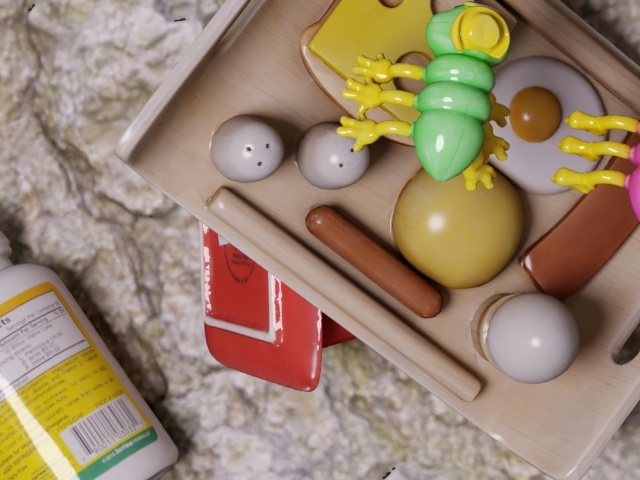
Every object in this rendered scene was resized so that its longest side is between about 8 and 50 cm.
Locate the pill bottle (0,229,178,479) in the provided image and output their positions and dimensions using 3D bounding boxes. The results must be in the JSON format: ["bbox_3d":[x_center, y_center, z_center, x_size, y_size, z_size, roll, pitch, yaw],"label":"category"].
[{"bbox_3d":[-0.196,0.090,1.123,0.117,0.117,0.208,-38,83,23],"label":"pill bottle"}]

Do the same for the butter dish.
[{"bbox_3d":[0.000,0.000,1.033,0.160,0.118,0.159,8,101,63],"label":"butter dish"}]

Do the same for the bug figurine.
[{"bbox_3d":[0.133,-0.117,0.861,0.279,0.072,0.216,14,80,-18],"label":"bug figurine"}]

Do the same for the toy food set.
[{"bbox_3d":[0.077,-0.043,0.909,0.306,0.092,0.219,37,86,-13],"label":"toy food set"}]
